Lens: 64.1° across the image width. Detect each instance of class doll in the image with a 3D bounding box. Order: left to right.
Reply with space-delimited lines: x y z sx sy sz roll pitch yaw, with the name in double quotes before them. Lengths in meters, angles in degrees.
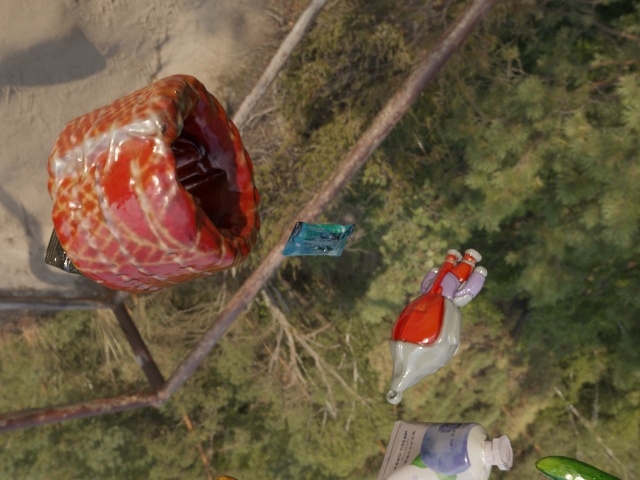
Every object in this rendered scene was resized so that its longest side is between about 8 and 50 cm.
"doll" 0.140 0.104 0.651 0.075 0.102 0.227 42 64 -25

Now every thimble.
"thimble" -0.260 -0.088 0.864 0.231 0.350 0.350 -16 151 13

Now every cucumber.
"cucumber" 0.480 0.415 0.831 0.056 0.250 0.056 -54 158 -33

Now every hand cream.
"hand cream" 0.119 0.212 0.510 0.053 0.142 0.084 54 42 -20

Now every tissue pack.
"tissue pack" 0.000 0.000 0.979 0.138 0.028 0.085 3 129 -31

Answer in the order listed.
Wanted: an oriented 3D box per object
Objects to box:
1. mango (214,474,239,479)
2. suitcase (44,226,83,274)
"mango" -0.263 0.735 1.500 0.127 0.063 0.077 31 103 -15
"suitcase" -0.475 -0.069 1.205 0.229 0.152 0.335 30 71 -62
